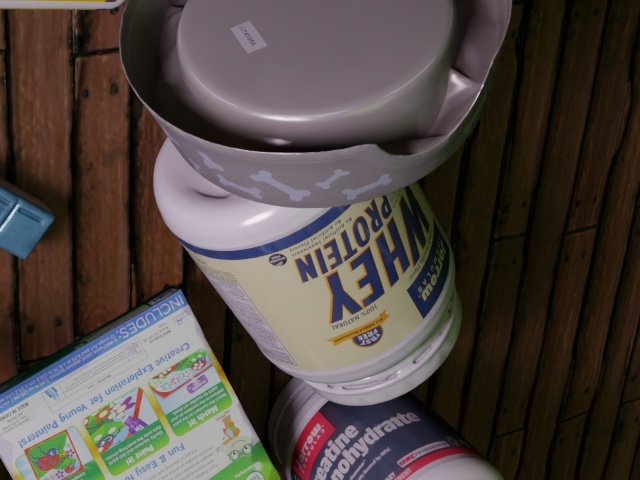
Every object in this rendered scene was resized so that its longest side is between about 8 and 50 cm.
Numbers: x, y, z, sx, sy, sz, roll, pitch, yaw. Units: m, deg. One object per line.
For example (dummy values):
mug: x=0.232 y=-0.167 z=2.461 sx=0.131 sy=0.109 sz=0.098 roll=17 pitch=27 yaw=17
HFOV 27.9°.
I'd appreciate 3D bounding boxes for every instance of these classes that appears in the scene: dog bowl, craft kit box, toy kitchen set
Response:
dog bowl: x=-0.001 y=-0.175 z=1.169 sx=0.348 sy=0.349 sz=0.102 roll=-31 pitch=144 yaw=-16
craft kit box: x=-0.203 y=0.215 z=1.379 sx=0.250 sy=0.061 sz=0.247 roll=-30 pitch=102 yaw=-17
toy kitchen set: x=-0.330 y=0.055 z=1.181 sx=0.122 sy=0.166 sz=0.207 roll=32 pitch=96 yaw=-42

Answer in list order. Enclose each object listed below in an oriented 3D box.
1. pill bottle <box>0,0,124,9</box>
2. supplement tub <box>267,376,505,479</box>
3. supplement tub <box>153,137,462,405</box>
pill bottle: x=-0.266 y=-0.252 z=1.074 sx=0.215 sy=0.117 sz=0.117 roll=-6 pitch=120 yaw=-33
supplement tub: x=0.074 y=0.273 z=1.524 sx=0.191 sy=0.272 sz=0.191 roll=-17 pitch=125 yaw=-26
supplement tub: x=0.000 y=0.000 z=1.333 sx=0.235 sy=0.235 sz=0.325 roll=-40 pitch=132 yaw=-8
